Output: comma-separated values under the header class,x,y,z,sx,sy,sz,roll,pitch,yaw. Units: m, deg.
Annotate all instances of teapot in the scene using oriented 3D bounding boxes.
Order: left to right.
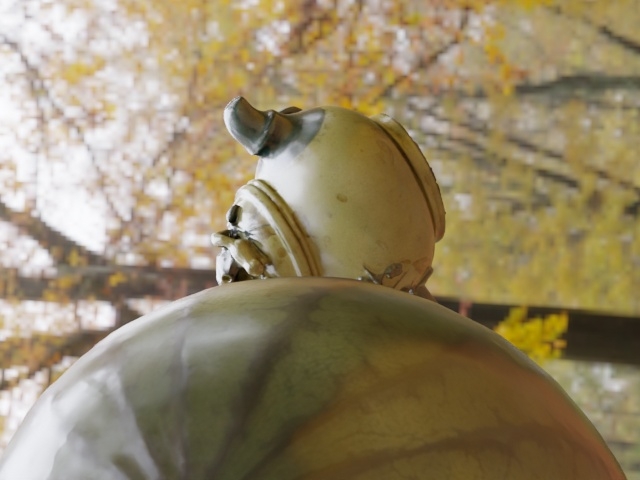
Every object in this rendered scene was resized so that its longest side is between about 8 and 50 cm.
class,x,y,z,sx,sy,sz,roll,pitch,yaw
teapot,0.000,0.000,1.314,0.183,0.173,0.269,-27,-73,-18

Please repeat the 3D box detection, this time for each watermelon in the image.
class,x,y,z,sx,sy,sz,roll,pitch,yaw
watermelon,0.002,0.160,0.687,0.359,0.279,0.278,52,-136,-71
